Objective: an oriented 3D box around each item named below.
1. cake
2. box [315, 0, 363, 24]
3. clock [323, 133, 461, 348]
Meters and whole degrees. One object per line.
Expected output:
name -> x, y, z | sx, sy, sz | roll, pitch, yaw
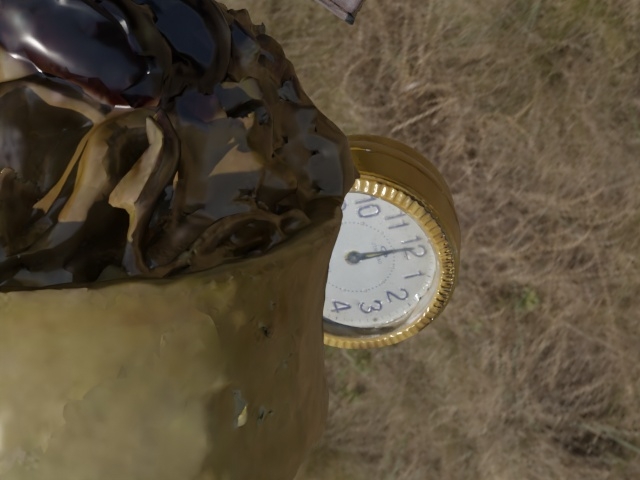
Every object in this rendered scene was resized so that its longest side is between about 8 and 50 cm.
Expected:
cake -> -0.143, -0.039, 0.565 | 0.332, 0.332, 0.321 | 10, 108, 32
box -> -0.019, -0.382, 1.167 | 0.252, 0.188, 0.153 | 35, 113, -7
clock -> 0.000, 0.000, 1.173 | 0.317, 0.200, 0.244 | -11, 123, 19
